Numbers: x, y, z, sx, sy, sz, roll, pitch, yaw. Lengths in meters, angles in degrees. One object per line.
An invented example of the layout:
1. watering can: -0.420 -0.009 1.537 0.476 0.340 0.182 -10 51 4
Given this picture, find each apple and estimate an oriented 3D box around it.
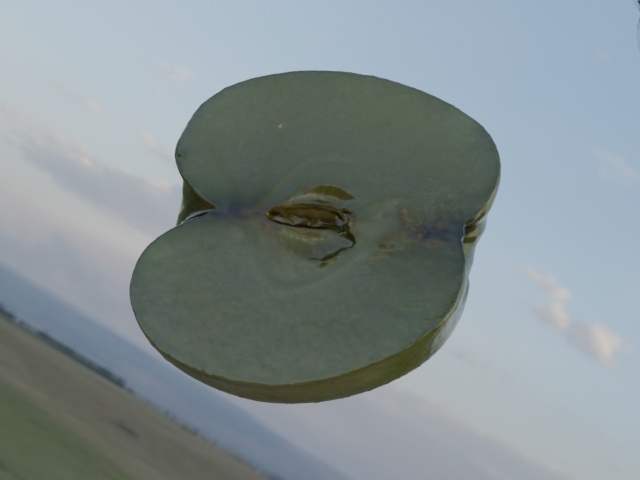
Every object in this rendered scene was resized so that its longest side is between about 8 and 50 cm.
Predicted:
1. apple: 0.000 0.000 1.454 0.360 0.320 0.311 7 17 18

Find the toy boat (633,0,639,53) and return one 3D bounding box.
1. toy boat: 0.176 -0.171 0.611 0.111 0.293 0.276 7 31 1
